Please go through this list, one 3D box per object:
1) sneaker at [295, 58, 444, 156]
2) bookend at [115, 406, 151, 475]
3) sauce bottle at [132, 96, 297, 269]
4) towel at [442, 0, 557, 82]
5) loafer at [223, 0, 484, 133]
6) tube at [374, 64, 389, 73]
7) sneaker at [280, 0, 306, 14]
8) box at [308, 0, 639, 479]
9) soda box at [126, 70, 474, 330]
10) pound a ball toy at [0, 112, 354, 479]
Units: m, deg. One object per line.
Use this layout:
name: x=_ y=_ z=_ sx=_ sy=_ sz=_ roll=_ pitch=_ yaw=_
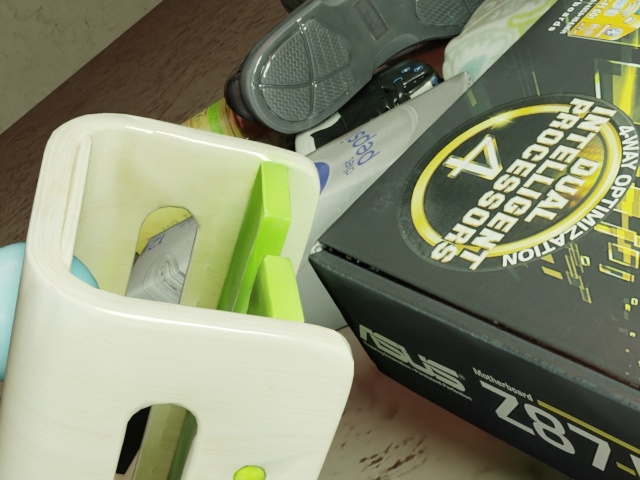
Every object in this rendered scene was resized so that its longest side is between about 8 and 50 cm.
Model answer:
sneaker: x=0.050 y=-0.094 z=0.904 sx=0.121 sy=0.079 sz=0.217 roll=-30 pitch=23 yaw=15
bookend: x=-0.142 y=0.123 z=0.762 sx=0.156 sy=0.072 sz=0.157 roll=-41 pitch=21 yaw=-12
sauce bottle: x=-0.161 y=-0.028 z=1.049 sx=0.344 sy=0.111 sz=0.111 roll=-30 pitch=23 yaw=17
towel: x=0.300 y=-0.243 z=0.826 sx=0.320 sy=0.090 sz=0.374 roll=-11 pitch=33 yaw=51
loafer: x=0.044 y=-0.195 z=0.920 sx=0.302 sy=0.109 sz=0.095 roll=-37 pitch=22 yaw=-19
tube: x=0.023 y=-0.169 z=1.124 sx=0.070 sy=0.062 sz=0.240 roll=-48 pitch=22 yaw=3
sneaker: x=0.076 y=-0.268 z=1.171 sx=0.228 sy=0.086 sz=0.132 roll=16 pitch=33 yaw=26
box: x=0.234 y=-0.053 z=0.437 sx=0.395 sy=0.097 sz=0.318 roll=-44 pitch=40 yaw=-18
soda box: x=0.000 y=0.000 z=0.766 sx=0.286 sy=0.098 sz=0.091 roll=-25 pitch=24 yaw=25
pound a ball toy: x=-0.100 y=0.094 z=0.499 sx=0.208 sy=0.135 sz=0.319 roll=-100 pitch=24 yaw=-54
